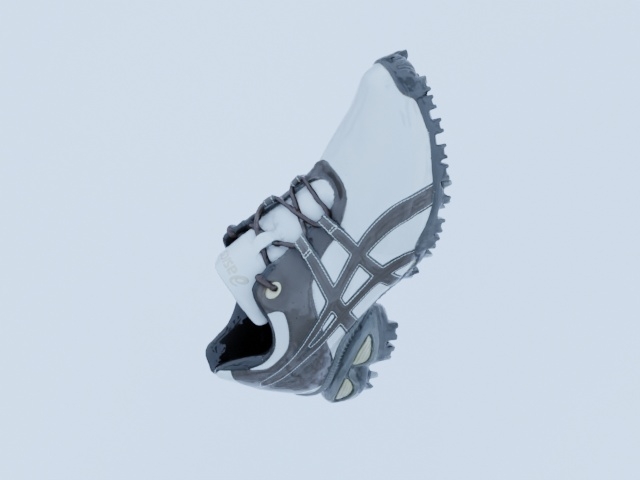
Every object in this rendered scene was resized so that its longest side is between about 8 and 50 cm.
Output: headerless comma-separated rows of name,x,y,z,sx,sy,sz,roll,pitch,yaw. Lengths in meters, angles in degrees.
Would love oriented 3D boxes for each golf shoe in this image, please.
golf shoe,0.000,0.000,0.828,0.077,0.093,0.198,-124,-139,-49
